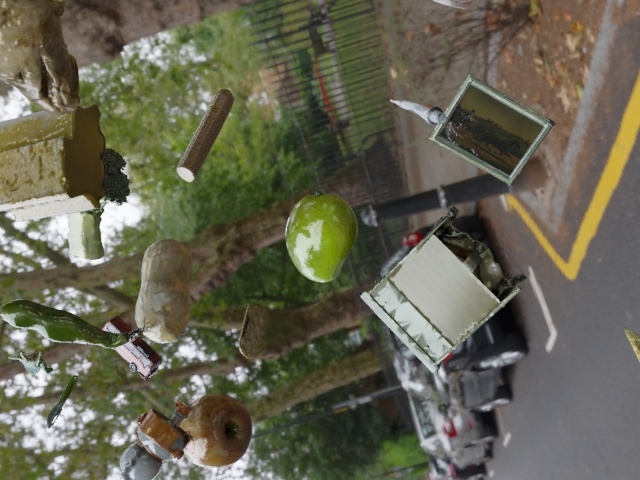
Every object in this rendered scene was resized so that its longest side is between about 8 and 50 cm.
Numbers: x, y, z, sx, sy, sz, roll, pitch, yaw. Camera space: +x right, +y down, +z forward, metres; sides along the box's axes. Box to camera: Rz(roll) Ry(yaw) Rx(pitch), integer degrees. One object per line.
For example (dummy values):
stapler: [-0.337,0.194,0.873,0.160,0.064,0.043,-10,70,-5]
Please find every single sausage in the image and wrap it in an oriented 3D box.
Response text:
sausage: [-0.314,-0.297,1.906,0.065,0.066,0.301,69,-142,-54]

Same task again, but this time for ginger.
ginger: [-0.541,-0.349,1.298,0.126,0.190,0.354,52,169,18]

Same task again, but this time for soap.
soap: [-0.659,-0.190,1.659,0.143,0.281,0.259,17,-114,-60]

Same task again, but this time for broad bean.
broad bean: [-0.545,0.181,1.514,0.056,0.318,0.098,-110,27,-71]

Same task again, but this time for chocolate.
chocolate: [-0.379,0.123,1.678,0.134,0.134,0.309,70,-173,-45]

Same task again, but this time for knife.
knife: [-0.656,0.408,1.749,0.184,0.026,0.022,-79,-22,-57]

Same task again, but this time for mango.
mango: [-0.007,-0.006,1.818,0.149,0.186,0.273,-56,-7,-47]

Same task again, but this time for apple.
apple: [-0.301,0.542,1.966,0.211,0.188,0.211,22,-120,-44]

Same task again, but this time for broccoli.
broccoli: [-0.624,-0.094,1.900,0.221,0.252,0.361,-109,5,-46]

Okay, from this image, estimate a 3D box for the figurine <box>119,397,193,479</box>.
figurine: [-0.404,0.512,1.684,0.143,0.143,0.271,67,-139,-63]

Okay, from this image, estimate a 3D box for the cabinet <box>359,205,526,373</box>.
cabinet: [0.332,0.121,1.846,0.290,0.318,0.227,46,-163,8]

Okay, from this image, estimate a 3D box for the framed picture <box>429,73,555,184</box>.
framed picture: [0.434,-0.279,1.762,0.197,0.252,0.014,-60,2,26]

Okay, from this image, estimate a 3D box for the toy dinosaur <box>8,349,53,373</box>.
toy dinosaur: [-0.732,0.307,1.737,0.029,0.120,0.060,-53,-36,-83]

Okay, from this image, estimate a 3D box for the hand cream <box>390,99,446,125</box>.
hand cream: [0.213,-0.273,1.458,0.052,0.038,0.216,47,-178,-25]

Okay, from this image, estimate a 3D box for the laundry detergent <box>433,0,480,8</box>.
laundry detergent: [0.382,-0.738,1.837,0.237,0.171,0.076,88,-154,-53]

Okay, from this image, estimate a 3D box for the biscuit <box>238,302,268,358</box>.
biscuit: [-0.171,0.230,1.762,0.071,0.018,0.147,26,-115,-38]

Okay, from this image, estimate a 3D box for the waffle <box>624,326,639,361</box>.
waffle: [0.658,0.248,1.366,0.125,0.032,0.190,42,-154,-66]

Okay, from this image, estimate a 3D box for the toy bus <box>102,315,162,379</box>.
toy bus: [-0.643,0.364,2.349,0.235,0.096,0.073,41,-149,7]
